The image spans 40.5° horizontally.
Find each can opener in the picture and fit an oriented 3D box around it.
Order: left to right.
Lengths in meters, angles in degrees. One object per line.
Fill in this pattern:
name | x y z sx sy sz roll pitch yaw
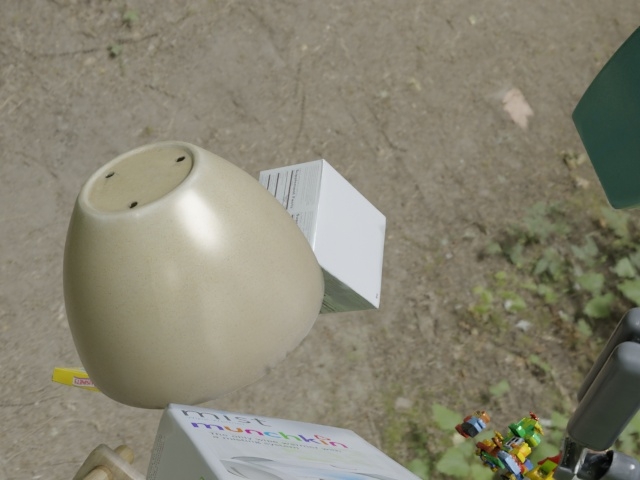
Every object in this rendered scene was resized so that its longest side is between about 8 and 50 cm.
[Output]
can opener | 0.291 0.172 0.830 0.095 0.283 0.076 21 56 12

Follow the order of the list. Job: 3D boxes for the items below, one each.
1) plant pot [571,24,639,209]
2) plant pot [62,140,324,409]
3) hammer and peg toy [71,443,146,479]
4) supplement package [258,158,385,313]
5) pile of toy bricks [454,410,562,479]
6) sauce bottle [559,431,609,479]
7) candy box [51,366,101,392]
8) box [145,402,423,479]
plant pot | 0.353 -0.124 0.755 0.165 0.234 0.165 -3 67 -40
plant pot | -0.157 0.007 0.922 0.284 0.284 0.191 -55 139 -41
hammer and peg toy | -0.353 0.525 1.421 0.266 0.361 0.127 39 23 4
supplement package | 0.000 0.000 1.664 0.262 0.145 0.204 39 51 -51
pile of toy bricks | 0.310 0.316 1.377 0.105 0.212 0.118 -38 99 -11
sauce bottle | 0.604 0.494 1.991 0.111 0.111 0.344 68 20 8
candy box | -0.300 0.223 1.335 0.105 0.206 0.027 13 84 -65
box | -0.028 0.232 0.396 0.126 0.231 0.262 12 87 -18
